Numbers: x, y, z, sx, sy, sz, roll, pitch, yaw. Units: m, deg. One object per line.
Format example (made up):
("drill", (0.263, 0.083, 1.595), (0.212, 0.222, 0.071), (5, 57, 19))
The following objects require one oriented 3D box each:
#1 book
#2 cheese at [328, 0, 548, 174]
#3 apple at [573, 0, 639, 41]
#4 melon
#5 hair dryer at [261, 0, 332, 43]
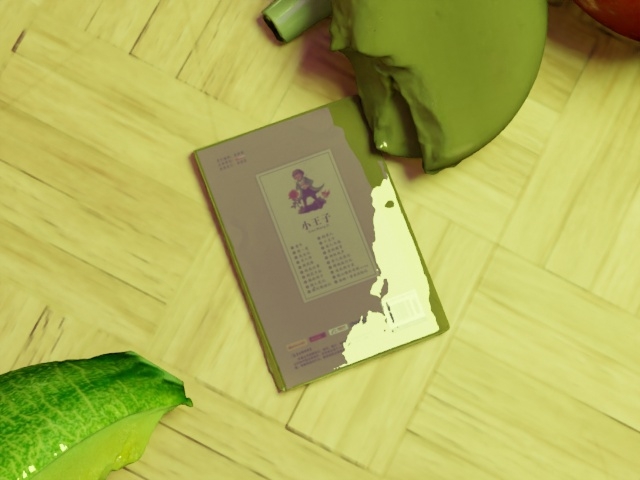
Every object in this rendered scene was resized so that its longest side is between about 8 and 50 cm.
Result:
("book", (0.000, 0.000, 1.104), (0.138, 0.016, 0.198), (-19, 81, -9))
("cheese", (0.087, -0.153, 1.080), (0.175, 0.091, 0.202), (-13, 108, -21))
("apple", (0.278, -0.271, 1.064), (0.260, 0.260, 0.216), (-36, 78, -11))
("melon", (-0.239, 0.173, 0.996), (0.323, 0.196, 0.124), (-45, 120, -20))
("hair dryer", (-0.017, -0.250, 1.144), (0.199, 0.067, 0.167), (38, 83, 14))
